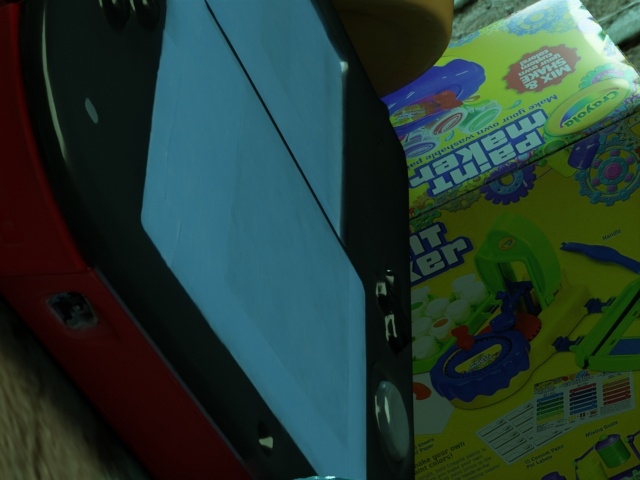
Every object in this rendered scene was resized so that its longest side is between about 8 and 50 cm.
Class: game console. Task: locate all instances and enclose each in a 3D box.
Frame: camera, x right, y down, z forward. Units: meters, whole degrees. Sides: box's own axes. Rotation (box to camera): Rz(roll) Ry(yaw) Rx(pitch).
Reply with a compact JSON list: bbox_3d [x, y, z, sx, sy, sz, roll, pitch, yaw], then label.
[{"bbox_3d":[-0.032,-0.039,0.717,0.386,0.060,0.342,61,27,-45],"label":"game console"}]

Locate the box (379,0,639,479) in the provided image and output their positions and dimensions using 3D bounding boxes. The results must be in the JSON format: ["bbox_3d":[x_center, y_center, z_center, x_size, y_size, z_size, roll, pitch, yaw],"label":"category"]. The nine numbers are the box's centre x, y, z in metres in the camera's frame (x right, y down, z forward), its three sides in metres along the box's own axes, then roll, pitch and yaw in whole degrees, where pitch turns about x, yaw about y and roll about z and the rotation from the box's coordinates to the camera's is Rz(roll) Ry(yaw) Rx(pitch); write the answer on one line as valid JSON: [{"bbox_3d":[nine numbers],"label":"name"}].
[{"bbox_3d":[0.106,0.038,1.078,0.177,0.290,0.279,-109,173,-57],"label":"box"}]

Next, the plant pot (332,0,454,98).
[{"bbox_3d":[-0.034,-0.198,0.992,0.291,0.291,0.203,50,27,-72],"label":"plant pot"}]

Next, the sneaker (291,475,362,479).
[{"bbox_3d":[0.008,0.182,0.540,0.092,0.087,0.228,70,6,-47],"label":"sneaker"}]
